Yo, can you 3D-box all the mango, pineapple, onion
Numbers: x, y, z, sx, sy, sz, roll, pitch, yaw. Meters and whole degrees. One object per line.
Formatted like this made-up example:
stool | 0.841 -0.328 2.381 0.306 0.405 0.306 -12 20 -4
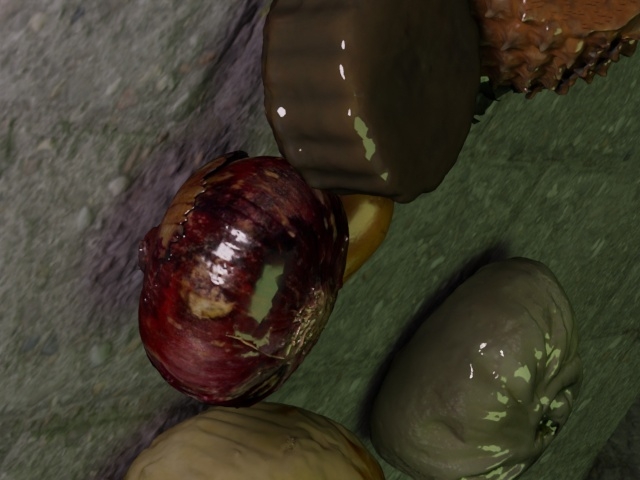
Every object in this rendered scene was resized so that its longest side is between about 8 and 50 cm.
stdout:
mango | 0.000 0.000 1.964 0.145 0.112 0.219 -31 155 -47
pineapple | 0.200 -0.223 1.930 0.223 0.223 0.357 -41 174 -26
onion | -0.078 0.033 1.764 0.246 0.190 0.246 19 90 -77

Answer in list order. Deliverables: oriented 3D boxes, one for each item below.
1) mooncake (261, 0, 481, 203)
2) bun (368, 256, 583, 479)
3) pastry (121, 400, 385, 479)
mooncake | 0.042 -0.149 1.707 0.228 0.124 0.228 -10 102 -55
bun | 0.236 0.209 2.625 0.360 0.211 0.359 -42 155 -25
pastry | -0.077 0.375 2.123 0.388 0.313 0.388 -46 157 -27
